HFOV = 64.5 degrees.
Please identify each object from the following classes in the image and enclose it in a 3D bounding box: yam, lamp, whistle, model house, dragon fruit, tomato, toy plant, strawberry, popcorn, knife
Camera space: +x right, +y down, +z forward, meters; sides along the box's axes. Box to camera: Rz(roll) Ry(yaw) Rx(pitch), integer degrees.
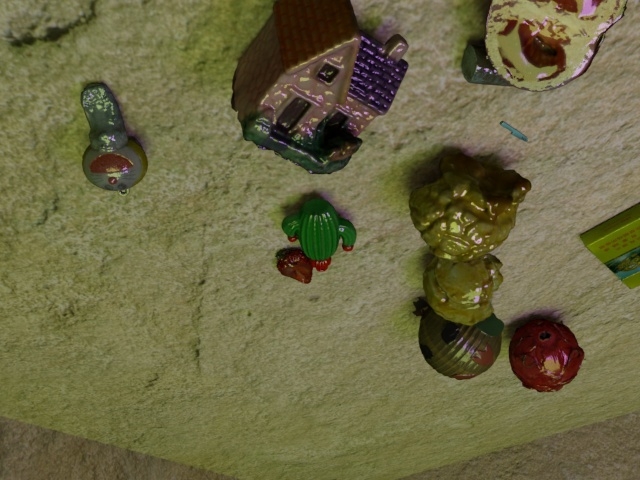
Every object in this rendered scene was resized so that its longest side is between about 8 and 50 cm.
[{"bbox_3d":[0.343,-0.315,0.923,0.170,0.068,0.068,3,139,-10],"label":"yam"},{"bbox_3d":[0.391,0.266,1.496,0.284,0.250,0.250,39,133,7],"label":"lamp"},{"bbox_3d":[-0.397,-0.179,0.954,0.123,0.122,0.222,-4,125,-3],"label":"whistle"},{"bbox_3d":[0.015,-0.264,0.831,0.237,0.202,0.237,22,133,-30],"label":"model house"},{"bbox_3d":[0.735,0.378,1.667,0.241,0.240,0.252,-31,122,26],"label":"dragon fruit"},{"bbox_3d":[0.363,-0.371,0.823,0.199,0.112,0.227,21,126,-7],"label":"tomato"},{"bbox_3d":[0.010,-0.008,1.219,0.155,0.088,0.240,-23,138,17],"label":"toy plant"},{"bbox_3d":[-0.062,0.074,1.339,0.104,0.048,0.152,-16,136,17],"label":"strawberry"},{"bbox_3d":[0.371,0.117,1.340,0.204,0.183,0.221,26,138,21],"label":"popcorn"},{"bbox_3d":[0.327,-0.077,1.104,0.252,0.205,0.237,-39,116,17],"label":"popcorn"},{"bbox_3d":[0.411,-0.230,1.076,0.091,0.005,0.014,20,132,-29],"label":"knife"}]

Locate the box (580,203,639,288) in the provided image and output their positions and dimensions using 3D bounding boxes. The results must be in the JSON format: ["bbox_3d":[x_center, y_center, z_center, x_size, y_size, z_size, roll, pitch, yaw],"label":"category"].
[{"bbox_3d":[0.881,0.022,1.404,0.335,0.047,0.187,29,128,-35],"label":"box"}]
